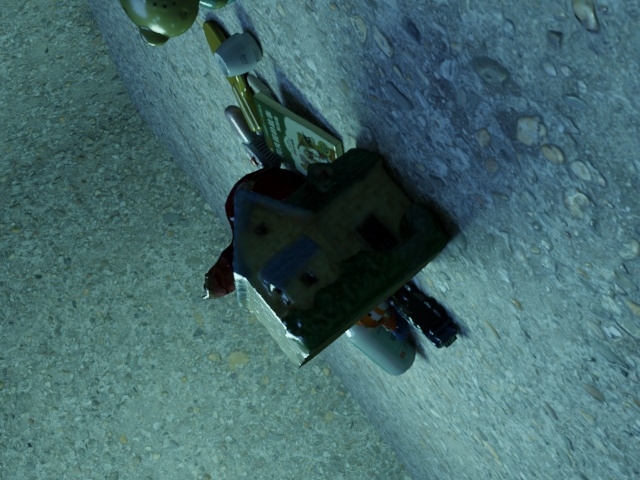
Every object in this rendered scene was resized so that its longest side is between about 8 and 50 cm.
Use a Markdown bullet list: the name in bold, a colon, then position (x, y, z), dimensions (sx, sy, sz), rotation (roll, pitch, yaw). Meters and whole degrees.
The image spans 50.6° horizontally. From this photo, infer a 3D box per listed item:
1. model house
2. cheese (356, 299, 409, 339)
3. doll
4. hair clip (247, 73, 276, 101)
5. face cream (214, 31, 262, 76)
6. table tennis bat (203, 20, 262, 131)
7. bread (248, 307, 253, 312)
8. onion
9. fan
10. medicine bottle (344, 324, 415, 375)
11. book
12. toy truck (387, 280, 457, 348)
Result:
- **model house**: position (0.000, 0.000, 1.343), dimensions (0.343, 0.382, 0.335), rotation (51, 165, 11)
- **cheese**: position (0.120, 0.148, 1.727), dimensions (0.329, 0.129, 0.217), rotation (41, -150, -38)
- **doll**: position (-0.278, -0.514, 1.344), dimensions (0.177, 0.260, 0.161), rotation (60, 164, -16)
- **hair clip**: position (-0.115, -0.331, 1.698), dimensions (0.226, 0.034, 0.072), rotation (57, 163, 1)
- **face cream**: position (-0.193, -0.435, 1.590), dimensions (0.091, 0.095, 0.091), rotation (50, 166, 17)
- **table tennis bat**: position (-0.234, -0.440, 1.827), dimensions (0.321, 0.050, 0.198), rotation (62, 169, -14)
- **bread**: position (-0.092, 0.148, 2.183), dimensions (0.375, 0.165, 0.237), rotation (20, -156, -43)
- **onion**: position (-0.148, 0.030, 1.855), dimensions (0.398, 0.420, 0.398), rotation (47, 172, 8)
- **fan**: position (-0.201, -0.287, 1.958), dimensions (0.244, 0.074, 0.130), rotation (56, 171, -34)
- **medicine bottle**: position (0.123, 0.242, 1.857), dimensions (0.352, 0.110, 0.110), rotation (43, 175, -31)
- **book**: position (-0.044, -0.224, 1.616), dimensions (0.264, 0.027, 0.202), rotation (36, 159, 26)
- **toy truck**: position (0.242, 0.176, 1.599), dimensions (0.201, 0.074, 0.088), rotation (41, 169, 45)
